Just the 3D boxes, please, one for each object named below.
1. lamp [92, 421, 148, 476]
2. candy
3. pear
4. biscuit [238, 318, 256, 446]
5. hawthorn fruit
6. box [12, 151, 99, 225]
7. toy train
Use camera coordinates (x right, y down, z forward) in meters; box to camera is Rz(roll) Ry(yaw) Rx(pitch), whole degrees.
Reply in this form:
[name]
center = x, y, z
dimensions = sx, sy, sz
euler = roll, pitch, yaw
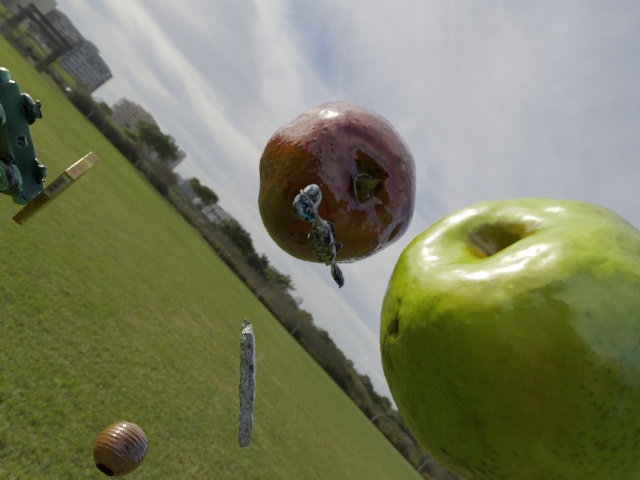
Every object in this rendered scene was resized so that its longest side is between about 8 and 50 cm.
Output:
[lamp]
center = -0.528, 0.550, 1.179
dimensions = 0.136, 0.136, 0.136
euler = 45, -9, 9
[candy]
center = 0.001, 0.000, 0.748
dimensions = 0.226, 0.051, 0.094
euler = 64, 22, -49
[pear]
center = 0.262, 0.144, 0.562
dimensions = 0.391, 0.391, 0.391
euler = 45, -9, 9
[biscuit]
center = -0.177, 0.342, 1.099
dimensions = 0.141, 0.038, 0.290
euler = 103, -15, -74
[hawthorn fruit]
center = 0.053, -0.128, 1.030
dimensions = 0.403, 0.403, 0.403
euler = 45, -9, 9
[box]
center = -0.457, -0.090, 0.770
dimensions = 0.022, 0.156, 0.089
euler = 51, 24, -22
[toy train]
center = -0.632, -0.201, 0.874
dimensions = 0.154, 0.115, 0.270
euler = 12, -62, 18
